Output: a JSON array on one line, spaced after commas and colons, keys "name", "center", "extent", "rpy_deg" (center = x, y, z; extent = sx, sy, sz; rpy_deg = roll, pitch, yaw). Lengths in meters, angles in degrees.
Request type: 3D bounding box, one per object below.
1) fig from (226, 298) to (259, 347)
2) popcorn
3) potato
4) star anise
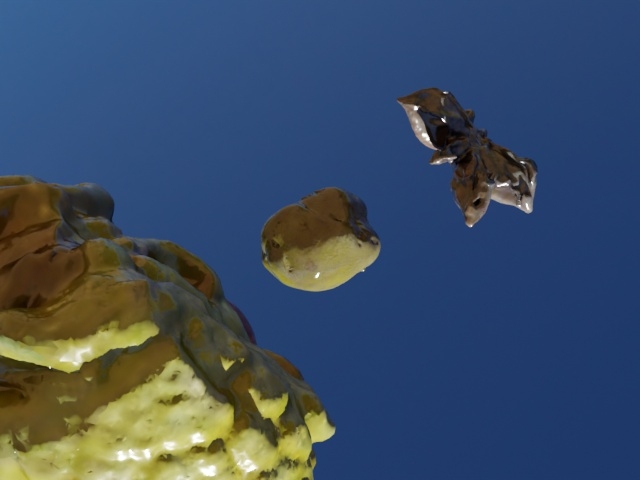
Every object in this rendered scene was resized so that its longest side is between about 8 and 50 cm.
[{"name": "fig", "center": [-0.189, 0.187, 1.780], "extent": [0.205, 0.205, 0.205], "rpy_deg": [-23, -140, 21]}, {"name": "popcorn", "center": [-0.128, 0.072, 0.603], "extent": [0.174, 0.286, 0.225], "rpy_deg": [-46, 174, -8]}, {"name": "potato", "center": [-0.001, 0.001, 1.751], "extent": [0.201, 0.137, 0.154], "rpy_deg": [-22, -121, -17]}, {"name": "star anise", "center": [0.250, -0.143, 1.723], "extent": [0.198, 0.257, 0.111], "rpy_deg": [-20, 164, -49]}]
